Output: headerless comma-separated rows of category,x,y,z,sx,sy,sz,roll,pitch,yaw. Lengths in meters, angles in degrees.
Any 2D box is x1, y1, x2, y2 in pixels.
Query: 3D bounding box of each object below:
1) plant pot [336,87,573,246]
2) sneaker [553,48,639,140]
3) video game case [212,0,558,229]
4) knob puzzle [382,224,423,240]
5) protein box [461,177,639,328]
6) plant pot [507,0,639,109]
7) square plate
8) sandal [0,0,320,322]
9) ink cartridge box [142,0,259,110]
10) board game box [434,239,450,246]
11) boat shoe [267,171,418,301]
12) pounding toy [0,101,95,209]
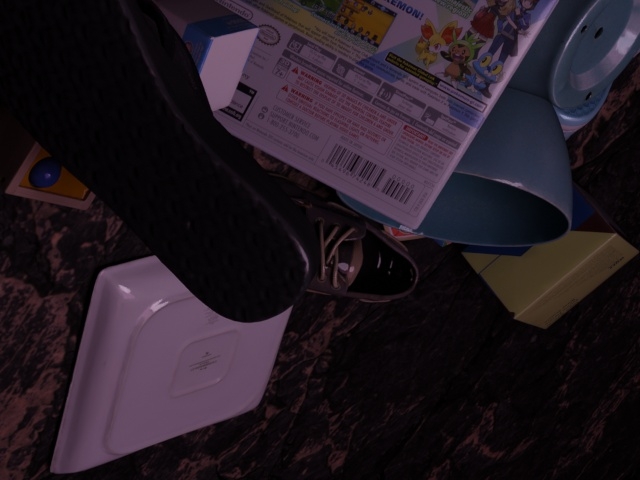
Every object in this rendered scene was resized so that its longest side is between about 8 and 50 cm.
plant pot,0.178,-0.128,1.632,0.290,0.290,0.195,36,61,-58
sneaker,0.340,-0.235,1.826,0.319,0.127,0.208,-49,179,-32
video game case,0.030,-0.208,1.341,0.300,0.329,0.036,-59,-171,20
knob puzzle,0.163,-0.064,1.825,0.213,0.030,0.213,-16,137,-15
protein box,0.357,0.017,2.030,0.200,0.136,0.201,-41,159,13
plant pot,0.227,-0.288,1.459,0.271,0.255,0.272,-36,150,-25
square plate,-0.165,0.145,1.703,0.347,0.049,0.344,-15,137,-41
sandal,-0.165,-0.117,1.195,0.167,0.446,0.107,-28,-161,26
ink cartridge box,-0.151,-0.195,1.267,0.090,0.143,0.092,-28,148,-57
board game box,0.262,-0.091,1.947,0.211,0.039,0.160,-23,141,-34
boat shoe,0.000,0.000,1.618,0.355,0.130,0.132,12,93,-50
pounding toy,-0.237,-0.098,1.299,0.141,0.100,0.130,14,116,-54
